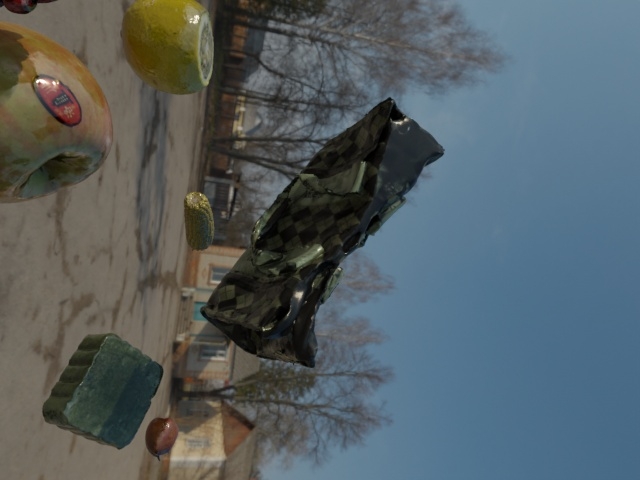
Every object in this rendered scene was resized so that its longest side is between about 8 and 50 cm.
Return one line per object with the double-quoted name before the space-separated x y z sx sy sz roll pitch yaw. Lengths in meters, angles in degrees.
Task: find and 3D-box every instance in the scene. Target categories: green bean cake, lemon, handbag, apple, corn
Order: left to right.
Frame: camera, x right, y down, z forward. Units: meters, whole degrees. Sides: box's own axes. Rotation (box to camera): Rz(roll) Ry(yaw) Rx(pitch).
"apple" -0.672 -0.267 0.962 0.346 0.392 0.391 53 -17 -1
"green bean cake" -0.426 0.300 0.906 0.185 0.094 0.183 53 40 -41
"lemon" -0.394 -0.499 1.155 0.240 0.220 0.240 -174 -90 -87
"corn" -0.419 -0.059 1.568 0.310 0.102 0.101 111 -19 -55
"handbag" 0.000 0.000 0.736 0.416 0.180 0.317 -55 -165 -17

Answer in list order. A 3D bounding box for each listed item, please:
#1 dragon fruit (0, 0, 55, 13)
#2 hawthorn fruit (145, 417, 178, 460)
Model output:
"dragon fruit" -0.506 -0.457 0.711 0.198 0.218 0.272 -33 -154 48
"hawthorn fruit" -0.398 0.495 1.132 0.093 0.081 0.081 -95 -162 -45
